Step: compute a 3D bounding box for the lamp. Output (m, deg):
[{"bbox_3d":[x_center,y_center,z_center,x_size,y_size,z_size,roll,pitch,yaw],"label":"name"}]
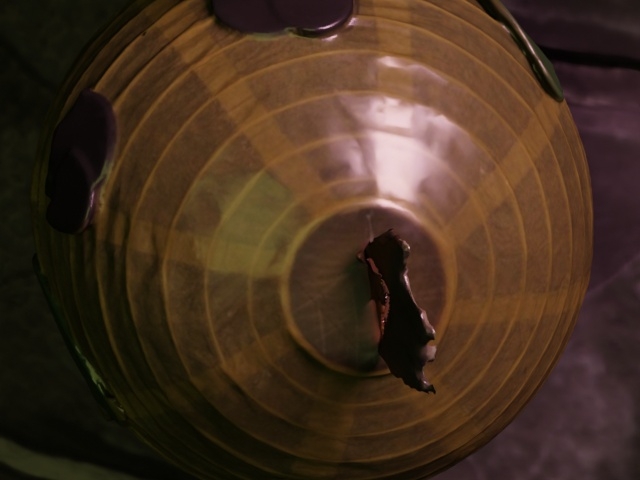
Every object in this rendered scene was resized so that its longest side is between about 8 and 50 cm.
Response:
[{"bbox_3d":[0.000,0.000,0.836,0.250,0.284,0.250,-3,106,-11],"label":"lamp"}]
